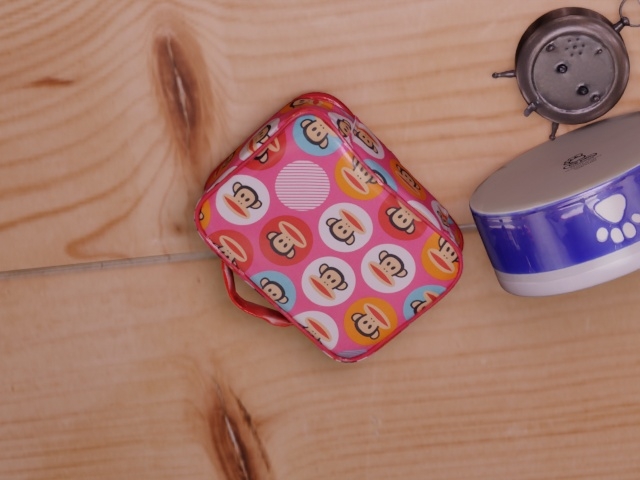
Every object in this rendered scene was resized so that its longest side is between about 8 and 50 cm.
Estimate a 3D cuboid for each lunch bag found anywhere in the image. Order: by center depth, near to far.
[{"bbox_3d":[0.000,0.000,1.969,0.258,0.120,0.293,-41,103,17],"label":"lunch bag"}]

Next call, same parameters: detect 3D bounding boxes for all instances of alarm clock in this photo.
[{"bbox_3d":[0.302,-0.211,1.901,0.192,0.064,0.129,-43,102,14],"label":"alarm clock"}]

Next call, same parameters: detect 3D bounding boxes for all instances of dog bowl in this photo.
[{"bbox_3d":[0.303,-0.045,1.851,0.264,0.265,0.104,-21,105,12],"label":"dog bowl"}]

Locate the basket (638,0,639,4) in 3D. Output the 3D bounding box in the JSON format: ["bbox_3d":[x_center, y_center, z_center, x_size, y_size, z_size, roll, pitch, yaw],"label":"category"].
[{"bbox_3d":[0.407,-0.341,1.820,0.167,0.103,0.113,-22,107,13],"label":"basket"}]
